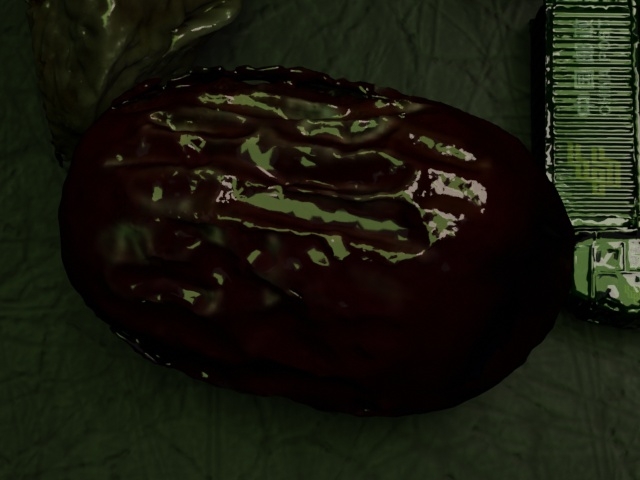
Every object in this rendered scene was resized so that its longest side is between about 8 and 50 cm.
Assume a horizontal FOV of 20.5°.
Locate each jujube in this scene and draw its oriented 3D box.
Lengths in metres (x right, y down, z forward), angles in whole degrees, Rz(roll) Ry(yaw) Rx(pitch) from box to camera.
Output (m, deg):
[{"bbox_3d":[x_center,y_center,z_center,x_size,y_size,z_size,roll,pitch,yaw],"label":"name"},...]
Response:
[{"bbox_3d":[0.000,0.000,1.325,0.376,0.258,0.258,14,81,7],"label":"jujube"}]

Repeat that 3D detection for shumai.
[{"bbox_3d":[-0.131,-0.190,1.373,0.185,0.184,0.218,-8,67,0],"label":"shumai"}]

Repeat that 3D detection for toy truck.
[{"bbox_3d":[0.232,-0.061,1.409,0.121,0.088,0.259,1,80,-2],"label":"toy truck"}]
